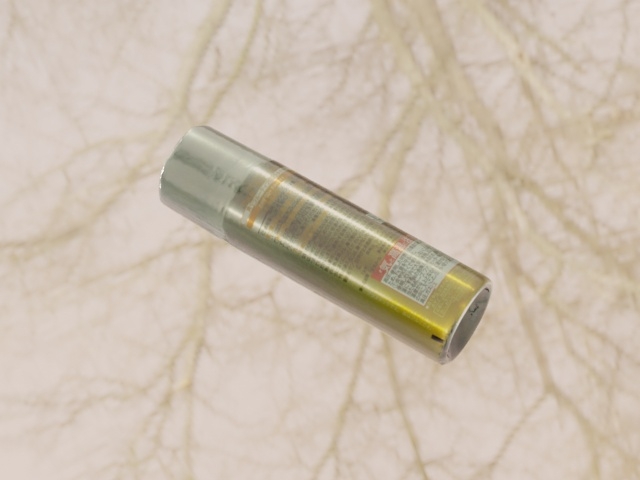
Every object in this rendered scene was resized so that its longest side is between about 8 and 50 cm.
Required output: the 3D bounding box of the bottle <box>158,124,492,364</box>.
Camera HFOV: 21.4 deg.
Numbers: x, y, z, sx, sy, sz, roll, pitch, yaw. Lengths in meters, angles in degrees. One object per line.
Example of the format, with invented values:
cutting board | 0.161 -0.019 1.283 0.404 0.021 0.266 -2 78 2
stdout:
bottle | 0.000 0.000 1.397 0.286 0.082 0.082 30 -125 17
